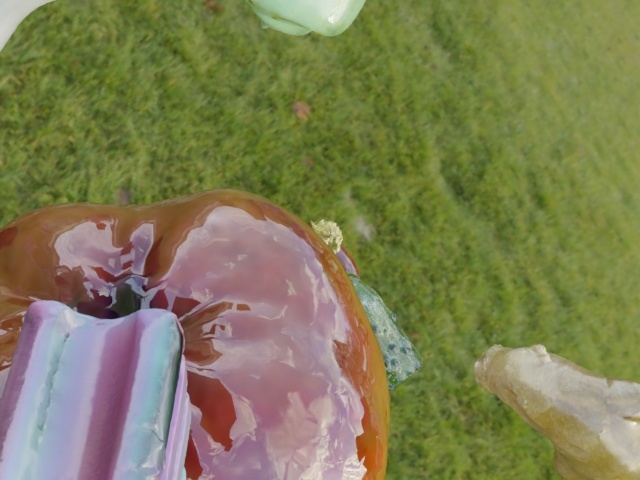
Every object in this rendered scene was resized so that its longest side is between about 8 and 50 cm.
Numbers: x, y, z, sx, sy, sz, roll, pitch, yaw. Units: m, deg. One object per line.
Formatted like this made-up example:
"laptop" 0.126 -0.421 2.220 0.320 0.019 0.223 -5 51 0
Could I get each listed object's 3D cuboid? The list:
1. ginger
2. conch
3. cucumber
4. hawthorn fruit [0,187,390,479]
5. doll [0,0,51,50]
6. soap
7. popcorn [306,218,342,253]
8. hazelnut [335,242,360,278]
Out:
"ginger" 0.352 0.222 0.937 0.348 0.363 0.122 57 32 -30
"conch" 0.015 -0.321 0.985 0.137 0.250 0.143 41 14 24
"cucumber" 0.067 0.140 1.607 0.134 0.134 0.244 -35 98 -54
"hawthorn fruit" -0.149 0.173 0.930 0.472 0.472 0.471 29 46 -35
"doll" -0.325 -0.154 0.565 0.243 0.311 0.159 36 17 -41
"soap" -0.148 0.221 0.567 0.109 0.192 0.323 3 52 -1
"popcorn" 0.000 0.000 1.675 0.083 0.082 0.057 60 8 -24
"hazelnut" -0.001 0.074 1.797 0.181 0.181 0.212 -36 122 -35
